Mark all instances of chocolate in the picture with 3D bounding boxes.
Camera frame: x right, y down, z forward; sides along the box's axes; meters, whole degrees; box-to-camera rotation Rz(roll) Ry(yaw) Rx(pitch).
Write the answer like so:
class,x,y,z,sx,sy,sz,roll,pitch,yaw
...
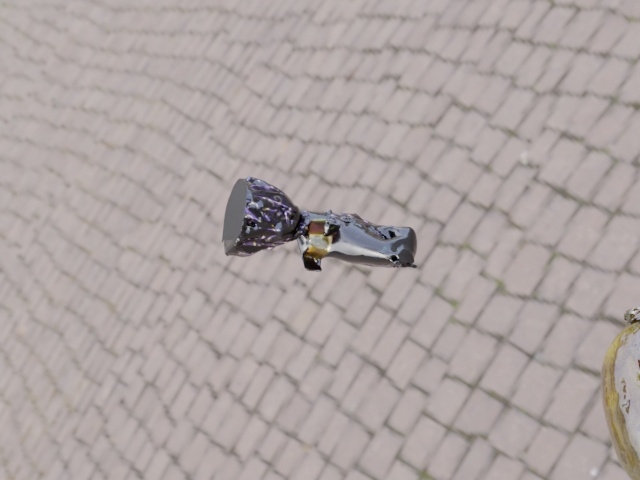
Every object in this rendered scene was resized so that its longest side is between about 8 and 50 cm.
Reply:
class,x,y,z,sx,sy,sz,roll,pitch,yaw
chocolate,-0.001,-0.002,1.105,0.072,0.147,0.070,-101,33,-64

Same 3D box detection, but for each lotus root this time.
class,x,y,z,sx,sy,sz,roll,pitch,yaw
lotus root,0.282,0.139,1.097,0.120,0.120,0.209,-39,45,32
